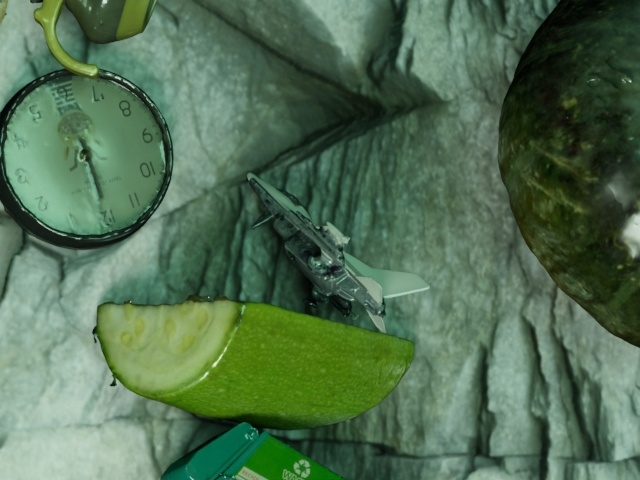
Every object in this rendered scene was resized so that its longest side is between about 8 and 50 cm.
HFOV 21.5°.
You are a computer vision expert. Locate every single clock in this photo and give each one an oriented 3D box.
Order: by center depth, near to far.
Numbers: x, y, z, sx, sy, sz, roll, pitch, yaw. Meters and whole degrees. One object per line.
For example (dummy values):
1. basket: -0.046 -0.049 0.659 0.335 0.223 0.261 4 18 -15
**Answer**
1. clock: -0.234 -0.083 1.666 0.185 0.040 0.184 3 82 -19

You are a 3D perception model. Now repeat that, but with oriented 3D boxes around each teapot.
1. teapot: -0.223 -0.245 1.651 0.119 0.130 0.165 19 81 -2

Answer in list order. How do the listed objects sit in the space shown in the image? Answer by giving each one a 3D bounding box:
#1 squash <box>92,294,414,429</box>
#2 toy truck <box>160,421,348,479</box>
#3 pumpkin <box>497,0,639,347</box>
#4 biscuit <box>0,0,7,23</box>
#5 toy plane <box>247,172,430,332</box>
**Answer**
1. squash: -0.064 0.133 1.706 0.289 0.203 0.111 19 72 -53
2. toy truck: -0.034 0.279 1.658 0.253 0.114 0.124 30 63 -14
3. pumpkin: 0.402 -0.086 1.738 0.455 0.344 0.454 4 69 -9
4. biscuit: -0.380 -0.240 1.645 0.152 0.020 0.152 2 83 -18
5. toy plane: -0.006 0.014 1.685 0.234 0.160 0.082 32 66 23
